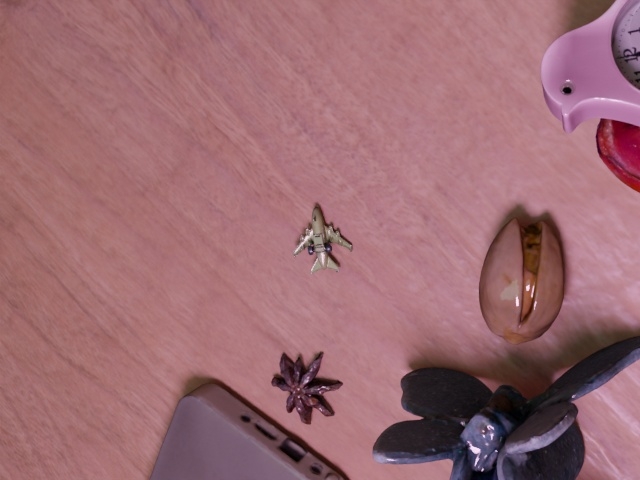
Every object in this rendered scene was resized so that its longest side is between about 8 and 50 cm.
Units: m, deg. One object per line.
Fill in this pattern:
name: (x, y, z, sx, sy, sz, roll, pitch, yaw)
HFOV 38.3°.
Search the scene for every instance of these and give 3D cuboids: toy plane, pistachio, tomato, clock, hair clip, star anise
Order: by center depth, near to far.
clock: (0.407, -0.276, 1.132, 0.275, 0.080, 0.290, -5, 79, 17)
tomato: (0.455, -0.130, 1.191, 0.173, 0.099, 0.189, 38, 81, 31)
hair clip: (0.272, 0.315, 1.280, 0.392, 0.318, 0.238, -14, 97, 31)
pistachio: (0.289, 0.060, 1.326, 0.124, 0.124, 0.185, 9, 90, 29)
toy plane: (0.000, 0.000, 1.521, 0.102, 0.040, 0.111, -7, 100, 13)
star anise: (-0.029, 0.259, 1.600, 0.141, 0.042, 0.141, 9, 108, 30)

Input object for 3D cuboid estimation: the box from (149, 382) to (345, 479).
box: (-0.149, 0.495, 1.702, 0.367, 0.090, 0.373, 32, 115, 19)
